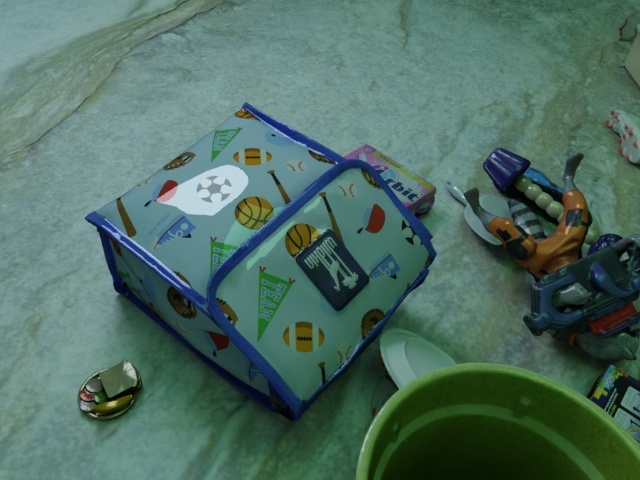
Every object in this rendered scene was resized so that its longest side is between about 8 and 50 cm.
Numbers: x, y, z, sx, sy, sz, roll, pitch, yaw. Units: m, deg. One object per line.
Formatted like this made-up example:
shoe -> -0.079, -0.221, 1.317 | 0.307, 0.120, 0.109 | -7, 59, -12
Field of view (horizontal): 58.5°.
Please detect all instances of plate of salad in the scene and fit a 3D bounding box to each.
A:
plate of salad -> 0.152, 0.199, 0.768 | 0.199, 0.048, 0.200 | 34, 21, -15

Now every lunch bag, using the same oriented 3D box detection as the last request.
lunch bag -> -0.073, 0.019, 0.816 | 0.385, 0.239, 0.328 | 35, 60, 22

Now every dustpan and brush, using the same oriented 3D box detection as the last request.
dustpan and brush -> 0.312, -0.057, 1.089 | 0.147, 0.060, 0.211 | -10, 53, -35

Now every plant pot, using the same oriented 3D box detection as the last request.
plant pot -> 0.152, 0.306, 0.551 | 0.275, 0.254, 0.276 | 4, 44, -4

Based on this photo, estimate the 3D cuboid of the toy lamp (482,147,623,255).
toy lamp -> 0.421, -0.070, 1.058 | 0.274, 0.080, 0.080 | 44, 53, 14

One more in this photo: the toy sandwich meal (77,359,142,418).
toy sandwich meal -> -0.280, 0.197, 0.760 | 0.085, 0.029, 0.086 | 4, 44, -4

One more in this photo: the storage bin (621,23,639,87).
storage bin -> 0.993, -0.450, 1.527 | 0.260, 0.123, 0.262 | 5, 44, -3

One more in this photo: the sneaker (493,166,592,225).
sneaker -> 0.449, -0.098, 1.133 | 0.209, 0.069, 0.082 | 36, 47, 26

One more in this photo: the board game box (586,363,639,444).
board game box -> 0.419, 0.270, 0.771 | 0.141, 0.048, 0.170 | 35, 50, 23

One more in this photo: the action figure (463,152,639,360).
action figure -> 0.427, 0.032, 0.915 | 0.340, 0.179, 0.331 | -14, 69, -9

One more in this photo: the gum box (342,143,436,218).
gum box -> 0.119, -0.099, 1.092 | 0.188, 0.062, 0.107 | 37, 52, 27

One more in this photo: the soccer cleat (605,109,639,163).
soccer cleat -> 0.728, -0.244, 1.325 | 0.076, 0.068, 0.196 | 10, 41, -2

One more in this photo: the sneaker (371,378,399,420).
sneaker -> 0.123, 0.253, 0.755 | 0.064, 0.061, 0.158 | 16, 30, -37
